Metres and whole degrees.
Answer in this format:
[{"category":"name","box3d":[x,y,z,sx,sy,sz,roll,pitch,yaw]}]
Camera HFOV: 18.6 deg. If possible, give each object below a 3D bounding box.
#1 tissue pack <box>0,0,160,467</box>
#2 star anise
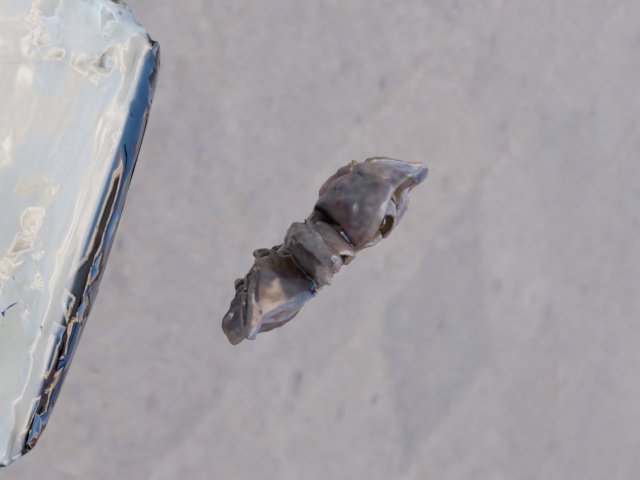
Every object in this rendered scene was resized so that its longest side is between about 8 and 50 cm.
[{"category":"tissue pack","box3d":[-0.269,0.003,1.078,0.416,0.253,0.264,-24,-133,67]},{"category":"star anise","box3d":[-0.006,0.006,1.475,0.208,0.063,0.172,-41,-178,23]}]
